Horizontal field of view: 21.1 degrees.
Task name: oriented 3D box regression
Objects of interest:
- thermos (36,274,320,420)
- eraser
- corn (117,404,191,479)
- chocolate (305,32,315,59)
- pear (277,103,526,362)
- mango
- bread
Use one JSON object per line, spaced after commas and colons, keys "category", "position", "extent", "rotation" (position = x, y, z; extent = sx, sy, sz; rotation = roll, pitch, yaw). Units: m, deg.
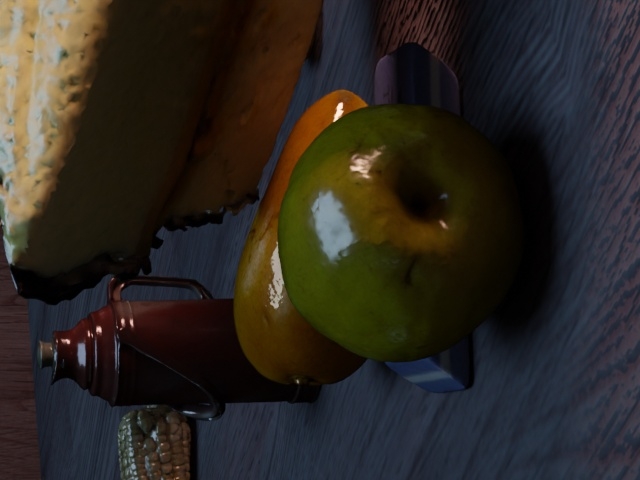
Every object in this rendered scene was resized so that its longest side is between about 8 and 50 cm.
{"category": "thermos", "position": [-0.121, 0.089, 1.438], "extent": [0.099, 0.232, 0.124], "rotation": [124, 144, -65]}
{"category": "eraser", "position": [0.066, -0.013, 1.122], "extent": [0.082, 0.036, 0.225], "rotation": [161, 109, -72]}
{"category": "corn", "position": [-0.186, 0.293, 1.972], "extent": [0.087, 0.087, 0.211], "rotation": [170, 97, -75]}
{"category": "chocolate", "position": [-0.021, -0.195, 1.453], "extent": [0.064, 0.031, 0.101], "rotation": [-8, 86, 57]}
{"category": "pear", "position": [0.046, -0.004, 1.001], "extent": [0.162, 0.148, 0.149], "rotation": [106, 160, -73]}
{"category": "mango", "position": [0.000, 0.000, 1.221], "extent": [0.145, 0.112, 0.219], "rotation": [-102, 19, -68]}
{"category": "bread", "position": [-0.136, -0.184, 1.166], "extent": [0.345, 0.242, 0.405], "rotation": [7, -78, -64]}
